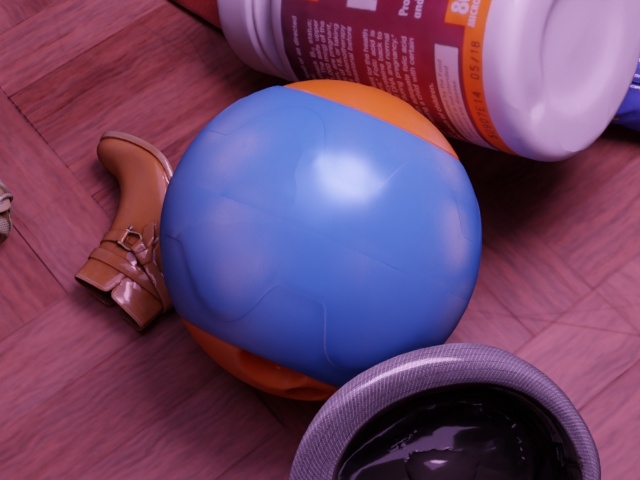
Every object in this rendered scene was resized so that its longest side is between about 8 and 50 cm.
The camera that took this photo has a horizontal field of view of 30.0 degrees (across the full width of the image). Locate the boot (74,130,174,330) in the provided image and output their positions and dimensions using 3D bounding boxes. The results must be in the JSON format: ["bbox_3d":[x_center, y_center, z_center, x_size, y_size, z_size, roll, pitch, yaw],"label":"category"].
[{"bbox_3d":[-0.195,-0.014,1.209,0.197,0.073,0.152,36,70,22],"label":"boot"}]

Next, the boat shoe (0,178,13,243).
[{"bbox_3d":[-0.366,-0.025,1.196,0.119,0.122,0.324,10,69,0],"label":"boat shoe"}]

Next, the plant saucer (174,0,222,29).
[{"bbox_3d":[-0.075,-0.366,1.412,0.259,0.048,0.258,34,66,22],"label":"plant saucer"}]

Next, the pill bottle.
[{"bbox_3d":[0.094,-0.225,1.173,0.392,0.224,0.224,20,59,41],"label":"pill bottle"}]

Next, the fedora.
[{"bbox_3d":[0.096,0.209,1.025,0.275,0.124,0.244,-20,92,-12],"label":"fedora"}]

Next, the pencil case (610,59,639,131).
[{"bbox_3d":[0.329,-0.174,1.265,0.306,0.133,0.119,16,94,10],"label":"pencil case"}]

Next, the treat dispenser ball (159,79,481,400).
[{"bbox_3d":[0.000,0.000,1.074,0.288,0.288,0.288,0,60,0],"label":"treat dispenser ball"}]
